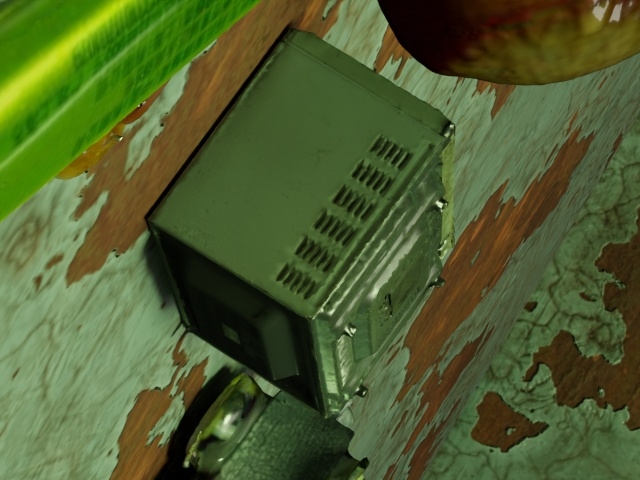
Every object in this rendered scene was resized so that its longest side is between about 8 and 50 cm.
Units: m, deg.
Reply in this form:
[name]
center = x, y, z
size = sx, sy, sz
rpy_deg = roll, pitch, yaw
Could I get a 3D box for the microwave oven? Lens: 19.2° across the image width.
[microwave oven]
center = 0.000, 0.000, 1.115
size = 0.163, 0.129, 0.205
rpy_deg = -56, 166, -14

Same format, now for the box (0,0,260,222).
[box]
center = -0.056, -0.128, 0.603
size = 0.345, 0.134, 0.097
rpy_deg = -48, 159, -42

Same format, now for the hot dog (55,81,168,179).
[hot dog]
center = -0.060, -0.114, 0.811
size = 0.215, 0.047, 0.066
rpy_deg = -56, 170, -8

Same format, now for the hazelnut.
[hazelnut]
center = 0.113, -0.190, 1.017
size = 0.208, 0.208, 0.208
rpy_deg = -54, 166, -19

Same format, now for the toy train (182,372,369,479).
[toy train]
center = -0.066, 0.215, 1.369
size = 0.261, 0.134, 0.177
rpy_deg = -53, 174, -20
